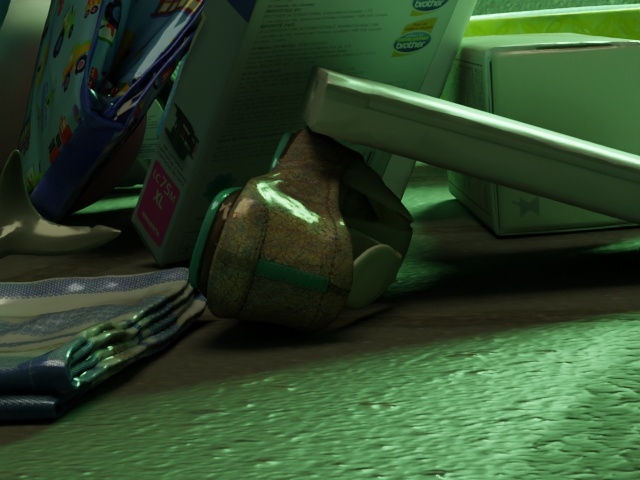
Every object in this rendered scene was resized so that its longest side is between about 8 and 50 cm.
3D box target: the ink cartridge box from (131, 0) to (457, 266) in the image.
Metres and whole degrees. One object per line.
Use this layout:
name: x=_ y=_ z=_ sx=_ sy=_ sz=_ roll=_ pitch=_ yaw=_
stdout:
ink cartridge box: x=-0.009 y=-0.123 z=1.386 sx=0.186 sy=0.311 sz=0.065 roll=-9 pitch=49 yaw=-36

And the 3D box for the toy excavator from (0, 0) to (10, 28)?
toy excavator: x=-0.404 y=-0.190 z=1.611 sx=0.222 sy=0.445 sz=0.433 roll=12 pitch=0 yaw=22

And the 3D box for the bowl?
bowl: x=0.230 y=-0.160 z=2.009 sx=0.290 sy=0.156 sz=0.289 roll=-4 pitch=7 yaw=0

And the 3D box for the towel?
towel: x=-0.190 y=0.055 z=1.052 sx=0.209 sy=0.034 sz=0.285 roll=-4 pitch=7 yaw=11

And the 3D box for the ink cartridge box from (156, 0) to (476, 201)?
ink cartridge box: x=-0.005 y=-0.185 z=1.724 sx=0.166 sy=0.285 sz=0.395 roll=19 pitch=2 yaw=-13

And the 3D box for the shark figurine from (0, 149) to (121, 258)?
shark figurine: x=-0.267 y=0.019 z=1.265 sx=0.116 sy=0.166 sz=0.278 roll=32 pitch=10 yaw=34

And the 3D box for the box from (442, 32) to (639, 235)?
box: x=0.175 y=-0.094 z=1.572 sx=0.121 sy=0.148 sz=0.311 roll=-3 pitch=9 yaw=-2

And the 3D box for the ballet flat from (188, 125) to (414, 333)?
ballet flat: x=0.000 y=0.000 z=1.196 sx=0.106 sy=0.107 sz=0.316 roll=15 pitch=15 yaw=5

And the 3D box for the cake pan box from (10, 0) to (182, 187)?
cake pan box: x=-0.258 y=-0.153 z=2.015 sx=0.267 sy=0.070 sz=0.245 roll=-2 pitch=-36 yaw=27

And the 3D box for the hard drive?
hard drive: x=0.142 y=-0.052 z=1.257 sx=0.308 sy=0.040 sz=0.203 roll=15 pitch=6 yaw=-5

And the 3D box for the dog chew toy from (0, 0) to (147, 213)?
dog chew toy: x=-0.321 y=-0.115 z=1.874 sx=0.332 sy=0.206 sz=0.207 roll=-8 pitch=3 yaw=45

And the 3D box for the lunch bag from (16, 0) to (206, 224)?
lunch bag: x=-0.179 y=-0.149 z=1.611 sx=0.138 sy=0.293 sz=0.221 roll=29 pitch=-31 yaw=-13
